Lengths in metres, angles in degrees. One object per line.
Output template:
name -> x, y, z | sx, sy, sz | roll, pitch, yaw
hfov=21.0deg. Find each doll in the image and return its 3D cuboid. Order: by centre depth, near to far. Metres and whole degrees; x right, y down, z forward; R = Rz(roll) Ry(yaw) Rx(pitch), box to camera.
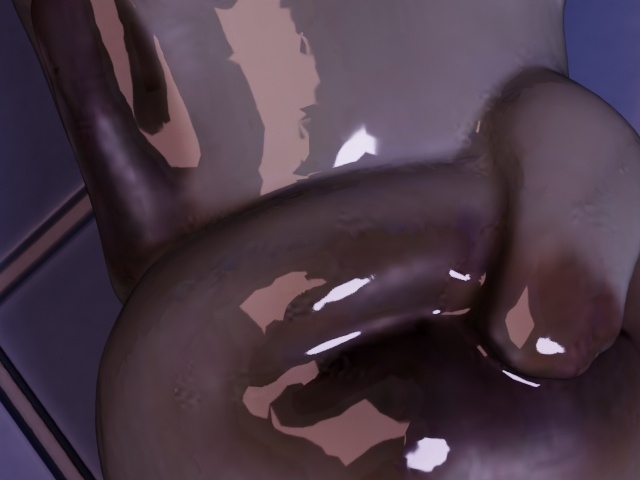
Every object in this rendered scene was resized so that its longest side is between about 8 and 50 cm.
doll -> 0.007, -0.025, 0.611 | 0.215, 0.226, 0.370 | -7, 68, -29
